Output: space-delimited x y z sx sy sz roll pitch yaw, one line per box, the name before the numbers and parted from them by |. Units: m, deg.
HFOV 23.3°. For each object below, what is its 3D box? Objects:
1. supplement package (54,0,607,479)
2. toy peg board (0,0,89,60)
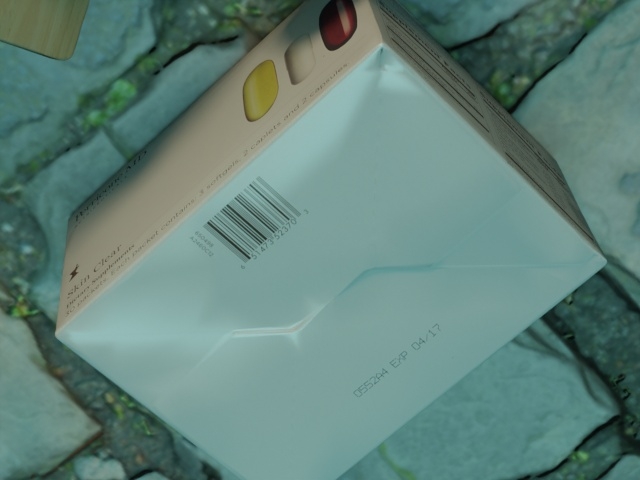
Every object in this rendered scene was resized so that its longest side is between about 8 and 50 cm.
supplement package | 0.000 0.000 0.961 0.262 0.145 0.204 -41 115 16
toy peg board | -0.201 -0.202 0.861 0.161 0.079 0.161 17 91 -29
